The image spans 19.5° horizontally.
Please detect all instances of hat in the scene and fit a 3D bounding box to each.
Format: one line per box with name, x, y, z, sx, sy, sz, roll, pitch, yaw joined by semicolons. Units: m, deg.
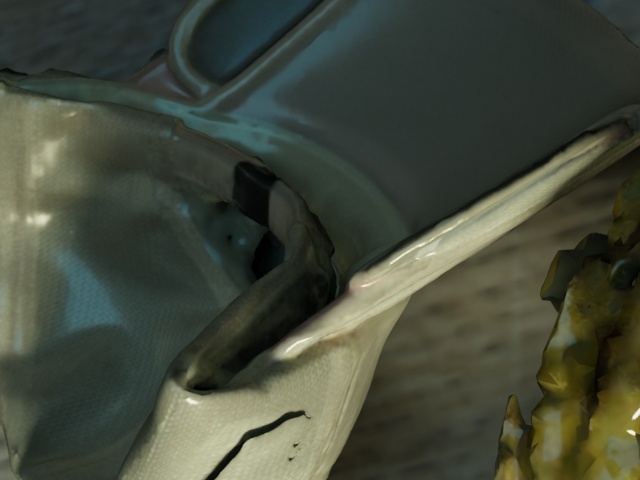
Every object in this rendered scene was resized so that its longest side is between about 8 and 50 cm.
hat;0.000;0.000;0.619;0.226;0.164;0.219;-13;35;-15

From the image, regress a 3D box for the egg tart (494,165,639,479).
egg tart;0.179;0.026;0.470;0.297;0.132;0.297;-11;60;19
